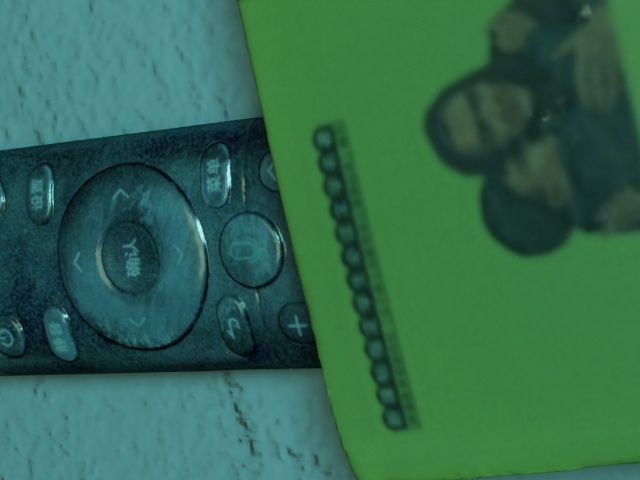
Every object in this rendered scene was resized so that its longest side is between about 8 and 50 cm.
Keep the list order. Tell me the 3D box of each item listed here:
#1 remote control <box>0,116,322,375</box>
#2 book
[{"bbox_3d":[0.000,0.000,0.628,0.377,0.044,0.107,-4,91,31],"label":"remote control"},{"bbox_3d":[0.130,-0.049,0.490,0.352,0.035,0.239,-12,91,34],"label":"book"}]
